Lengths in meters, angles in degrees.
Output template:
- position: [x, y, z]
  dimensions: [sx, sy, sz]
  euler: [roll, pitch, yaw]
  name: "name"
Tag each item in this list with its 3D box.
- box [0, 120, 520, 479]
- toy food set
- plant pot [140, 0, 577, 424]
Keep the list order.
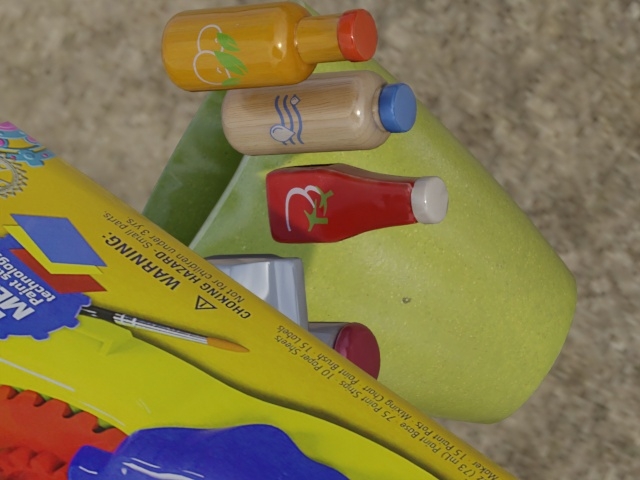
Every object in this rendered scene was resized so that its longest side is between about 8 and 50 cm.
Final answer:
- position: [-0.081, 0.152, 0.450]
  dimensions: [0.290, 0.279, 0.177]
  euler: [34, 127, 19]
  name: "box"
- position: [0.000, 0.000, 0.909]
  dimensions: [0.104, 0.111, 0.232]
  euler: [-1, 96, 32]
  name: "toy food set"
- position: [0.037, 0.010, 1.397]
  dimensions: [0.275, 0.293, 0.275]
  euler: [-55, 15, 23]
  name: "plant pot"
